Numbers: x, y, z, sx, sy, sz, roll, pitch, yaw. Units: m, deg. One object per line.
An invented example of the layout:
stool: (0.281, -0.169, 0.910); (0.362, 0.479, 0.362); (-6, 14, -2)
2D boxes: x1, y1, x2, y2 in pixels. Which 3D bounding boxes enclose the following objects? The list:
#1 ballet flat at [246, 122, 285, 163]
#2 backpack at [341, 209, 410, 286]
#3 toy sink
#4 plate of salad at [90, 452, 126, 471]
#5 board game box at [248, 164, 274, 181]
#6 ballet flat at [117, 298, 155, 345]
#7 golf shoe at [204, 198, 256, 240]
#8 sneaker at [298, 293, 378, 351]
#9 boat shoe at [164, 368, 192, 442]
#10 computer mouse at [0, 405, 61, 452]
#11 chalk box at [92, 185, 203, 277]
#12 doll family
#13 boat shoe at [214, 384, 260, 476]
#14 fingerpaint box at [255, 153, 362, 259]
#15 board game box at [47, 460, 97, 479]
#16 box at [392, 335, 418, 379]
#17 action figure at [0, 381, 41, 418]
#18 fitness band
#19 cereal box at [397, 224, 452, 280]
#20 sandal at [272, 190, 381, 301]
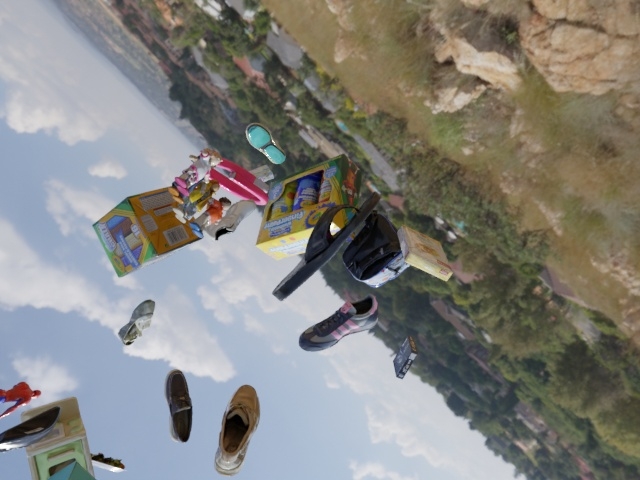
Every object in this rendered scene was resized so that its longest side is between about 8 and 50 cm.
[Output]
ballet flat: (-0.217, -0.383, 1.765); (0.086, 0.086, 0.248); (43, 176, 34)
backpack: (0.236, 0.056, 1.921); (0.213, 0.263, 0.276); (40, -167, -45)
toy sink: (-0.764, 0.605, 1.343); (0.131, 0.153, 0.233); (8, 105, 55)
plate of salad: (-0.825, 0.833, 1.743); (0.200, 0.048, 0.199); (12, 149, 7)
board game box: (-0.279, -0.261, 1.911); (0.103, 0.154, 0.026); (-124, 14, -55)
ballet flat: (-0.565, 0.263, 1.444); (0.072, 0.213, 0.068); (-6, -121, -52)
golf shoe: (-0.261, -0.056, 1.382); (0.086, 0.176, 0.069); (51, 168, 36)
sneaker: (0.063, 0.276, 1.614); (0.112, 0.319, 0.130); (42, 143, 44)
boat shoe: (-0.551, 0.655, 1.822); (0.103, 0.284, 0.092); (0, 173, -41)
computer mouse: (-0.781, 0.510, 1.138); (0.060, 0.184, 0.262); (58, -163, 7)
chalk box: (-0.524, -0.018, 1.358); (0.180, 0.289, 0.179); (-30, -84, -53)
doll family: (-0.320, -0.148, 1.211); (0.119, 0.163, 0.262); (26, 146, 18)
boat shoe: (-0.263, 0.595, 1.524); (0.122, 0.110, 0.341); (10, -152, -4)
fingerpaint box: (-0.054, -0.143, 2.073); (0.445, 0.370, 0.163); (-15, 142, 36)
board game box: (-0.460, 0.637, 0.863); (0.253, 0.079, 0.336); (57, -176, -20)
box: (0.206, 0.284, 1.121); (0.018, 0.083, 0.067); (22, -159, -7)
action figure: (-1.016, 0.500, 1.413); (0.091, 0.139, 0.280); (52, -163, 29)
fitness band: (-0.298, -0.203, 1.579); (0.209, 0.054, 0.291); (11, 164, 42)
cereal box: (0.375, 0.040, 1.676); (0.173, 0.047, 0.240); (25, -156, -10)
sandal: (-0.001, 0.001, 1.380); (0.107, 0.446, 0.167); (45, -172, -5)
